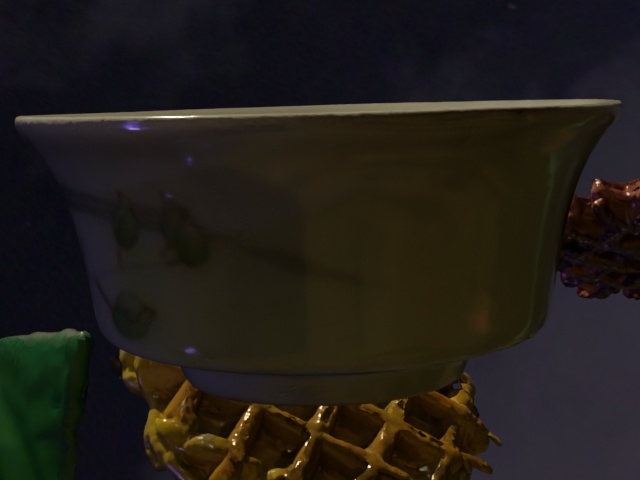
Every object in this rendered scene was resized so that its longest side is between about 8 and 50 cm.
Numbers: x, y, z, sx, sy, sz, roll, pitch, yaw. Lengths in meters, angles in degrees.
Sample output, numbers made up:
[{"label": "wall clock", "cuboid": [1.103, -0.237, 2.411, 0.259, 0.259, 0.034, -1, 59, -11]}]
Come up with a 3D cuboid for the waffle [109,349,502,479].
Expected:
[{"label": "waffle", "cuboid": [-0.017, 0.132, 1.153, 0.380, 0.382, 0.095, -8, -43, -36]}]

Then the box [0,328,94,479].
[{"label": "box", "cuboid": [-0.145, 0.176, 0.422, 0.106, 0.337, 0.264, 13, -105, -41]}]

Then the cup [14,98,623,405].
[{"label": "cup", "cuboid": [0.000, 0.000, 0.680, 0.347, 0.347, 0.163, -4, -83, -27]}]

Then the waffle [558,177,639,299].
[{"label": "waffle", "cuboid": [0.301, 0.001, 0.983, 0.221, 0.234, 0.055, 42, -130, -56]}]
